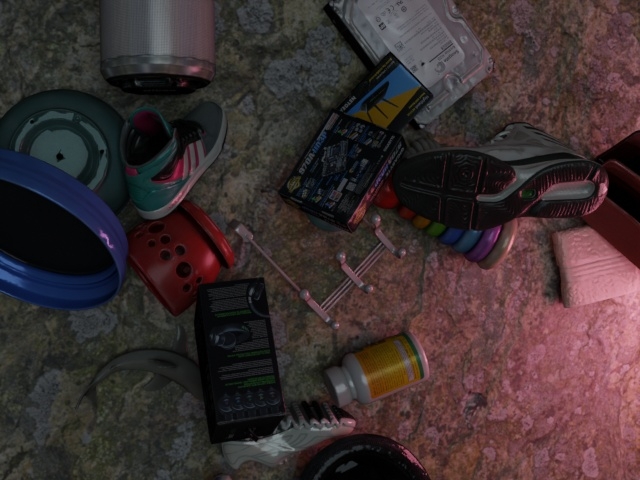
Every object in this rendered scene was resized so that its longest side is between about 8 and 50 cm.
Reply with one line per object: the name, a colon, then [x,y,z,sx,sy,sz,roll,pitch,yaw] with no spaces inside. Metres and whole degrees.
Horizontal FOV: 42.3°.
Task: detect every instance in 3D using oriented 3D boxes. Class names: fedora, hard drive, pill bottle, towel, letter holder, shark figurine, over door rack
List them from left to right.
shark figurine: [-0.352,0.262,1.669,0.278,0.116,0.166,-2,91,-16]
over door rack: [0.000,0.000,1.746,0.239,0.108,0.324,-46,101,-9]
fedora: [0.083,0.560,1.765,0.334,0.152,0.334,-1,92,-14]
pill bottle: [0.118,0.283,1.781,0.208,0.117,0.117,-20,97,-12]
hard drive: [0.199,-0.442,1.800,0.237,0.064,0.339,-39,101,-9]
towel: [0.680,0.040,1.946,0.282,0.049,0.187,-12,93,-14]
letter holder: [0.732,-0.070,1.825,0.302,0.214,0.152,42,72,1]

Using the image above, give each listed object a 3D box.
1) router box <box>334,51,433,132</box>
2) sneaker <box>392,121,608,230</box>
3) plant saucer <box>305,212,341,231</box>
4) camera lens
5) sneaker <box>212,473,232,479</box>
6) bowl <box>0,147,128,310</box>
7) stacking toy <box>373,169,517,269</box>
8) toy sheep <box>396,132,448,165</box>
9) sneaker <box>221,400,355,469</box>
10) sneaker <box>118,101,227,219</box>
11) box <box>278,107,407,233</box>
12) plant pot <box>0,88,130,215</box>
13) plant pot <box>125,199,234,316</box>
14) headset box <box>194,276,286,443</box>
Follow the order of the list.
router box: [0.131,-0.290,1.756,0.133,0.046,0.179,43,110,-8]
sneaker: [0.354,-0.148,1.771,0.447,0.257,0.169,1,115,-9]
plant saucer: [0.025,-0.078,1.705,0.119,0.021,0.119,1,81,-4]
camera lens: [-0.313,-0.425,1.592,0.219,0.219,0.274,-1,93,-14]
sneaker: [-0.178,0.633,1.742,0.152,0.114,0.305,-5,98,-27]
bowl: [-0.532,-0.016,1.496,0.391,0.391,0.077,28,52,-13]
stacking toy: [0.255,-0.062,1.798,0.330,0.141,0.141,25,86,-10]
toy sheep: [0.221,-0.183,1.805,0.132,0.091,0.091,-17,96,-9]
sneaker: [-0.070,0.413,1.755,0.292,0.110,0.118,-5,101,-5]
sneaker: [-0.289,-0.203,1.592,0.124,0.178,0.295,15,58,20]
box: [0.045,-0.144,1.665,0.175,0.051,0.220,25,76,27]
plant pot: [-0.491,-0.153,1.573,0.293,0.196,0.293,-1,92,-13]
plant pot: [-0.280,0.026,1.636,0.174,0.191,0.191,-40,101,-12]
headset box: [-0.161,0.247,1.599,0.131,0.246,0.283,-6,68,-13]
